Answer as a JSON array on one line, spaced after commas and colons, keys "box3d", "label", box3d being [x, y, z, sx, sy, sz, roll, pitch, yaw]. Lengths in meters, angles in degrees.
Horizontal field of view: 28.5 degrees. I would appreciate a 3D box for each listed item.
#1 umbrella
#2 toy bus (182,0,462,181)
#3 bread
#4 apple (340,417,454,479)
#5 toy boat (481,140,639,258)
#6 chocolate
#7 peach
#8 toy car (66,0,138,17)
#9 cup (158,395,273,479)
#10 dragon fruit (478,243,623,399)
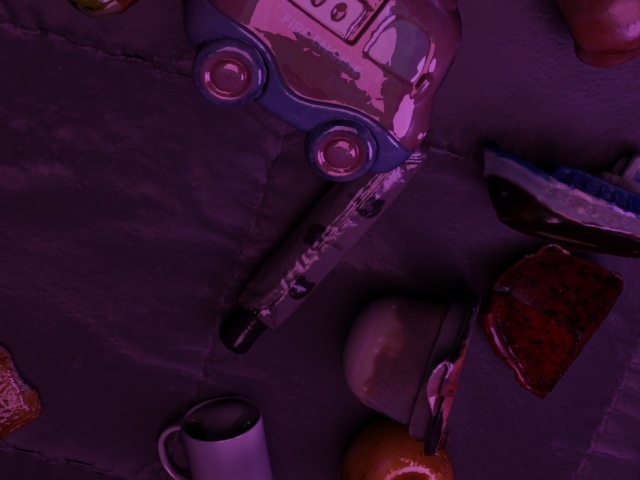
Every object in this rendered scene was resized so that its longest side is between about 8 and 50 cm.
[{"box3d": [0.000, 0.000, 1.442, 0.067, 0.073, 0.337, 41, 105, -1], "label": "umbrella"}, {"box3d": [0.016, -0.222, 1.261, 0.294, 0.197, 0.232, 33, 115, -17], "label": "toy bus"}, {"box3d": [-0.405, 0.188, 1.492, 0.126, 0.044, 0.129, -23, 111, 2], "label": "bread"}, {"box3d": [0.095, 0.295, 1.551, 0.147, 0.146, 0.146, -3, 114, -6], "label": "apple"}, {"box3d": [0.304, -0.055, 1.443, 0.262, 0.114, 0.115, 13, 75, -13], "label": "toy boat"}, {"box3d": [0.098, 0.140, 1.464, 0.147, 0.221, 0.221, 13, 112, 3], "label": "chocolate"}, {"box3d": [0.322, -0.263, 1.337, 0.152, 0.152, 0.152, -3, 114, -6], "label": "peach"}, {"box3d": [-0.199, -0.351, 1.247, 0.235, 0.145, 0.235, -7, 107, -24], "label": "toy car"}, {"box3d": [-0.122, 0.263, 1.541, 0.099, 0.136, 0.133, -27, 120, -33], "label": "cup"}, {"box3d": [0.272, 0.094, 1.520, 0.120, 0.127, 0.161, 36, 140, 21], "label": "dragon fruit"}]
